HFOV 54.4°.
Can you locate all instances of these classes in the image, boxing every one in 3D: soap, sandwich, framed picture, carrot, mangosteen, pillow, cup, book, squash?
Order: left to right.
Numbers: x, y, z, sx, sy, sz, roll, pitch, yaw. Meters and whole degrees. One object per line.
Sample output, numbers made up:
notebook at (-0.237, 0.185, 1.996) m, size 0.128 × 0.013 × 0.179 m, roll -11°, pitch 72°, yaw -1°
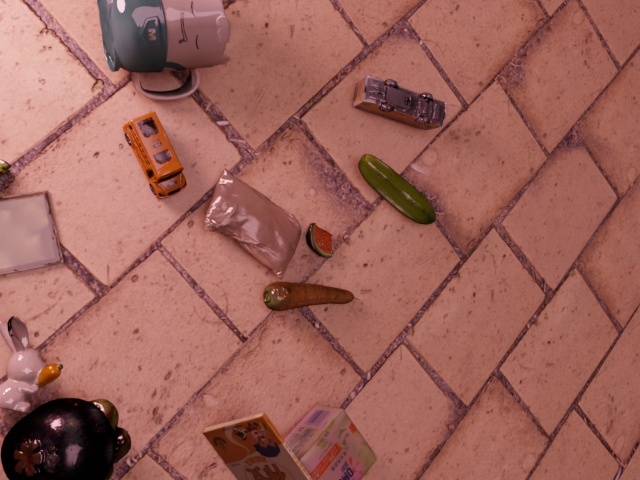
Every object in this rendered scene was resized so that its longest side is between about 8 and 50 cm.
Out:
framed picture at (-0.689, -0.009, 1.340) m, size 0.231 × 0.010 × 0.173 m, roll -11°, pitch 92°, yaw -27°
mangosteen at (-0.521, 0.435, 1.299) m, size 0.243 × 0.243 × 0.242 m, roll 2°, pitch 87°, yaw -27°
cup at (-0.361, -0.468, 1.433) m, size 0.258 × 0.219 × 0.289 m, roll -14°, pitch 126°, yaw -26°
pillow at (-0.171, -0.039, 1.573) m, size 0.270 × 0.067 × 0.173 m, roll 33°, pitch 68°, yaw -21°
book at (-0.130, 0.547, 1.496) m, size 0.295 × 0.208 × 0.020 m, roll 57°, pitch 33°, yaw -12°
carrot at (-0.012, 0.146, 1.648) m, size 0.298 × 0.078 × 0.078 m, roll 3°, pitch 86°, yaw -32°
sandwich at (0.001, 0.005, 1.680) m, size 0.101 × 0.026 × 0.069 m, roll 34°, pitch 69°, yaw -24°
soap at (0.011, 0.548, 1.578) m, size 0.199 × 0.138 × 0.182 m, roll -42°, pitch 107°, yaw -34°
squash at (0.214, -0.142, 1.763) m, size 0.292 × 0.082 × 0.082 m, roll 38°, pitch 72°, yaw -18°

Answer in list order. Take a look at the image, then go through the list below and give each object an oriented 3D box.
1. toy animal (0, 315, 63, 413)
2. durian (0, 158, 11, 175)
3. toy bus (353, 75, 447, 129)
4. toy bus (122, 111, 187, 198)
toy animal at (-0.626, 0.261, 1.302) m, size 0.127 × 0.131 × 0.181 m, roll 34°, pitch 61°, yaw -44°
durian at (-0.800, -0.083, 1.232) m, size 0.375 × 0.106 × 0.132 m, roll -35°, pitch 86°, yaw -30°
toy bus at (0.225, -0.385, 1.768) m, size 0.268 × 0.106 × 0.092 m, roll 12°, pitch 82°, yaw -23°
toy bus at (-0.383, -0.198, 1.461) m, size 0.083 × 0.088 × 0.194 m, roll -30°, pitch 100°, yaw -26°
